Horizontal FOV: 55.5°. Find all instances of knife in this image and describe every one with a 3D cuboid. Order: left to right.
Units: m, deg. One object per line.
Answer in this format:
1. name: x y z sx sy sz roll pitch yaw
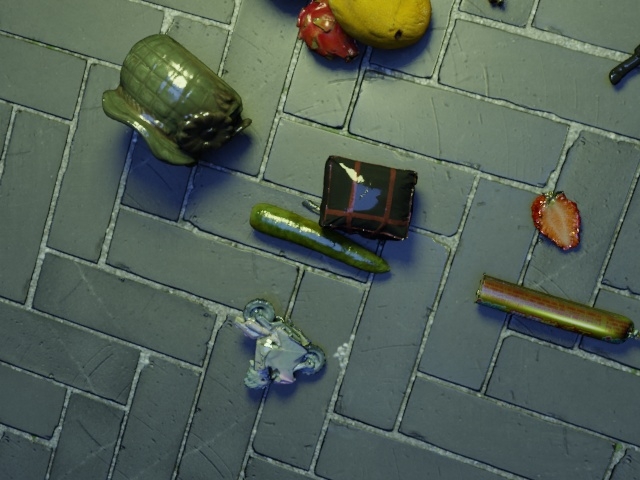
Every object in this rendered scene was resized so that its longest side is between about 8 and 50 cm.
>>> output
1. knife: 0.059 -0.054 1.457 0.222 0.021 0.046 26 100 5

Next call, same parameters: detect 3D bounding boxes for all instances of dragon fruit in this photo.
1. dragon fruit: 0.022 -0.476 1.375 0.136 0.133 0.166 -42 86 2

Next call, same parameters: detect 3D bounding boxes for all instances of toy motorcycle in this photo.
1. toy motorcycle: -0.130 0.274 1.464 0.204 0.108 0.239 -44 87 9

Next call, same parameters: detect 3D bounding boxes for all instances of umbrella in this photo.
1. umbrella: 0.729 -0.429 1.315 0.248 0.071 0.071 -33 89 13

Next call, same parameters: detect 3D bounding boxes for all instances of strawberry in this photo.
1. strawberry: 0.534 -0.047 1.381 0.103 0.048 0.152 -25 107 2

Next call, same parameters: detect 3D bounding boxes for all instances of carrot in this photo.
1. carrot: 0.000 0.000 1.446 0.358 0.074 0.074 22 97 5

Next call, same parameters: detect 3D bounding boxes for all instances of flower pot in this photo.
1. flower pot: -0.314 -0.299 1.362 0.302 0.302 0.213 42 98 3

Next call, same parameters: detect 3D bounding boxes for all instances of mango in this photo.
1. mango: 0.118 -0.504 1.306 0.294 0.120 0.177 0 89 -35

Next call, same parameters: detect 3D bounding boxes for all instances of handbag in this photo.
1. handbag: 0.104 -0.089 1.379 0.215 0.155 0.170 11 89 0

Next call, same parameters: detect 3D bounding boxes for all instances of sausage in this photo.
1. sausage: 0.538 0.163 1.382 0.371 0.082 0.082 17 96 6

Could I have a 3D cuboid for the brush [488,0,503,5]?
1. brush: 0.372 -0.649 1.357 0.036 0.043 0.248 -9 93 16
